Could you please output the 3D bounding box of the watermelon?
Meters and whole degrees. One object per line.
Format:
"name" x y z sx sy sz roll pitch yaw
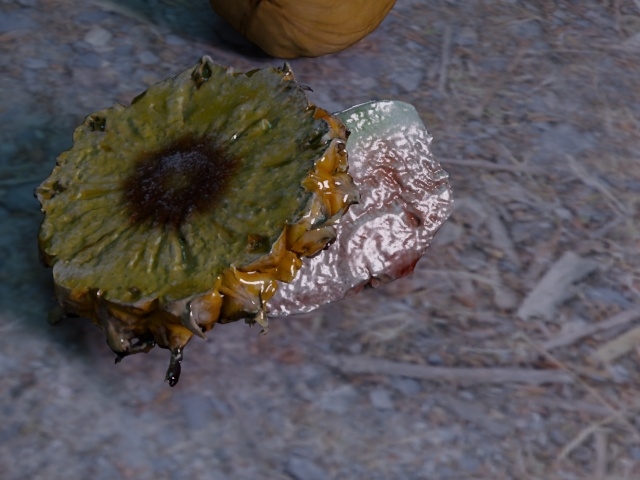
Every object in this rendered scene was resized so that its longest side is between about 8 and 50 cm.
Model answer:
"watermelon" -0.007 -0.006 0.943 0.180 0.081 0.094 -24 70 -11

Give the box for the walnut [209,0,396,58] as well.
"walnut" -0.008 -0.204 1.131 0.144 0.144 0.180 14 36 6

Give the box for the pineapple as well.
"pineapple" -0.075 -0.020 0.889 0.221 0.047 0.221 -16 47 17
